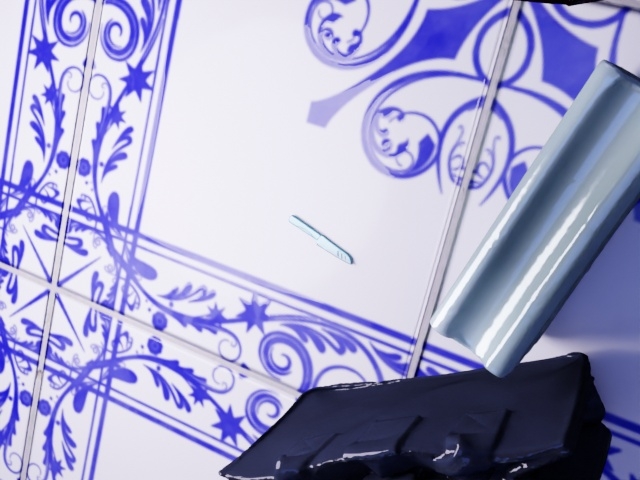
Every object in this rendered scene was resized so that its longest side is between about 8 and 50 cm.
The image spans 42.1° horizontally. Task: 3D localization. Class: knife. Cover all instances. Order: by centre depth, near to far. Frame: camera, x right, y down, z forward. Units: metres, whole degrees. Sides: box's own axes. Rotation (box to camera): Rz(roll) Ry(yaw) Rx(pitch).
[{"bbox_3d":[0.000,0.000,0.930,0.091,0.005,0.014,35,109,16],"label":"knife"}]

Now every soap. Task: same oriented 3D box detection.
[{"bbox_3d":[0.217,-0.020,0.739,0.087,0.160,0.265,37,112,16],"label":"soap"}]

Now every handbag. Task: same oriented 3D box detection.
[{"bbox_3d":[0.092,0.206,0.772,0.325,0.269,0.118,-15,93,26],"label":"handbag"}]

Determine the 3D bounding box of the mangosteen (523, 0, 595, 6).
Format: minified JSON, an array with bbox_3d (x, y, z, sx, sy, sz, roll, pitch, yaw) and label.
[{"bbox_3d":[0.188,-0.357,0.637,0.306,0.306,0.360,-31,62,26],"label":"mangosteen"}]
